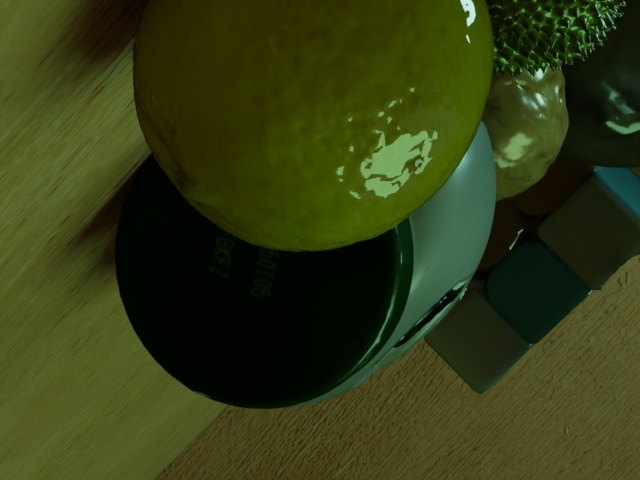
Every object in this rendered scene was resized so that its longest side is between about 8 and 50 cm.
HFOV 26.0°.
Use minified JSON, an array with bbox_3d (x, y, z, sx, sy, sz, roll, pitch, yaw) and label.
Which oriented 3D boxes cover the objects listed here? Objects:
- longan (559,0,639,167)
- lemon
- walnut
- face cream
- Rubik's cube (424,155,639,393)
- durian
[{"bbox_3d":[0.344,-0.227,1.582,0.319,0.319,0.319,-44,174,-6],"label":"longan"},{"bbox_3d":[0.000,-0.090,0.699,0.203,0.178,0.178,-48,175,-21],"label":"lemon"},{"bbox_3d":[0.147,-0.133,1.348,0.195,0.195,0.222,-46,169,10],"label":"walnut"},{"bbox_3d":[0.000,0.000,1.110,0.312,0.219,0.357,-45,171,15],"label":"face cream"},{"bbox_3d":[0.259,-0.060,1.914,0.347,0.344,0.346,-46,173,26],"label":"Rubik's cube"},{"bbox_3d":[0.164,-0.204,1.123,0.198,0.159,0.146,-40,167,-40],"label":"durian"}]
